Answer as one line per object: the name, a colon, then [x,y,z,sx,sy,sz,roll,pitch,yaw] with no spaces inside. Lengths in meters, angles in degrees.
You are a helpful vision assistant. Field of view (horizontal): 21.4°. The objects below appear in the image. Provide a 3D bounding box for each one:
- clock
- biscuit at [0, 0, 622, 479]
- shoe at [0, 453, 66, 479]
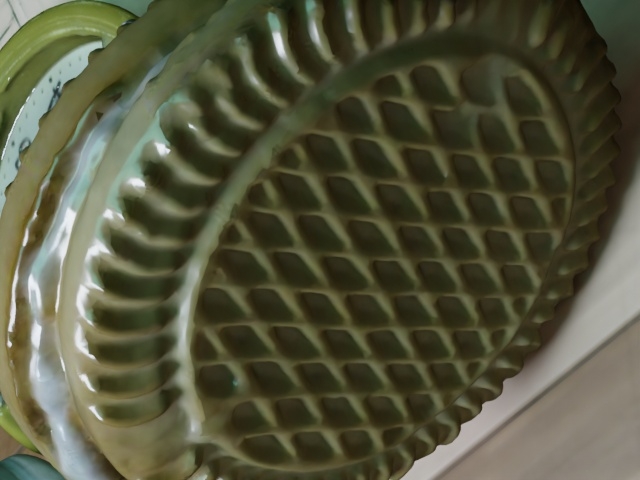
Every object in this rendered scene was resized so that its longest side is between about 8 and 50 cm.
clock: [-0.114,-0.005,0.868,0.237,0.057,0.237,-3,85,46]
biscuit: [0.000,0.000,0.628,0.079,0.259,0.259,39,115,44]
shoe: [-0.060,0.164,0.795,0.251,0.103,0.100,30,66,27]
